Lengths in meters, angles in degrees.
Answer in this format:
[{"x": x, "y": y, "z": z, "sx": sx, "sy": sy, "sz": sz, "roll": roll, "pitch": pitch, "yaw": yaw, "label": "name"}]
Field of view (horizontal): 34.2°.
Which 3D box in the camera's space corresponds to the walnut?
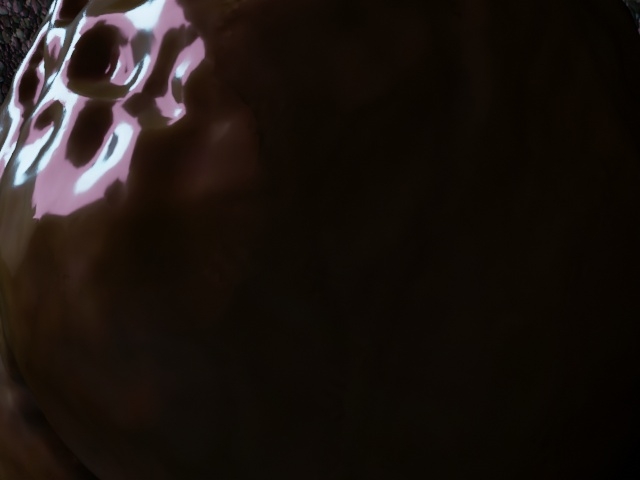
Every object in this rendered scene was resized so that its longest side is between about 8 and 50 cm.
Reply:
[{"x": 0.000, "y": 0.000, "z": 0.492, "sx": 0.354, "sy": 0.308, "sz": 0.397, "roll": -43, "pitch": 36, "yaw": 49, "label": "walnut"}]
